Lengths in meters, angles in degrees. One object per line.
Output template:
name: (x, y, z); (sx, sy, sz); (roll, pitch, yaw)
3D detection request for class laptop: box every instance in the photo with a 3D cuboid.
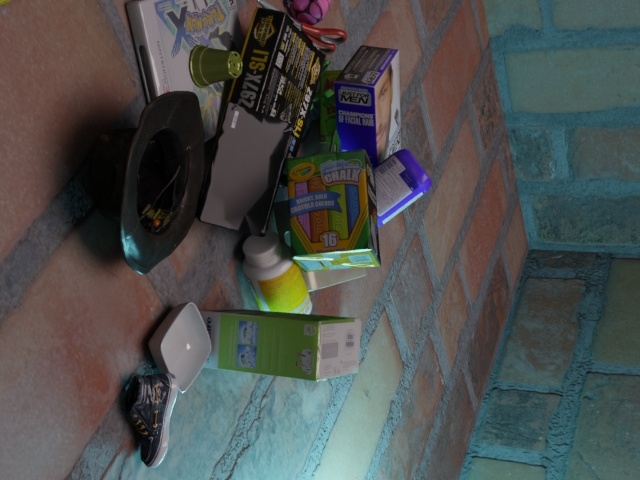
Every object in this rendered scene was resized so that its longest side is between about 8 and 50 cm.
laptop: (-0.145, -0.135, 1.871); (0.264, 0.137, 0.234); (-146, -108, -86)

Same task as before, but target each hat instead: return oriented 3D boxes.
hat: (-0.313, -0.115, 1.609); (0.331, 0.134, 0.331); (17, 90, -75)

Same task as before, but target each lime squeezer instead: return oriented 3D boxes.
lime squeezer: (-0.023, -0.363, 2.222); (0.110, 0.059, 0.310); (-53, -167, 19)

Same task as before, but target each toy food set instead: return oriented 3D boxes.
toy food set: (0.000, 0.000, 2.293); (0.306, 0.092, 0.219); (-13, 93, -56)

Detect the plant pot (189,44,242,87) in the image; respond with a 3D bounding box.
plant pot: (-0.196, -0.337, 1.804); (0.083, 0.079, 0.083); (-6, 97, -63)

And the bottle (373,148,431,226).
bottle: (0.118, -0.090, 2.175); (0.118, 0.283, 0.092); (53, 2, 16)

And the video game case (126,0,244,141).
video game case: (-0.242, -0.348, 1.839); (0.329, 0.036, 0.299); (-44, 130, -55)

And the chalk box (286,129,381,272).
chalk box: (0.027, -0.092, 2.051); (0.180, 0.179, 0.288); (53, 32, -73)

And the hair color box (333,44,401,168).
hair color box: (0.119, -0.272, 2.251); (0.185, 0.110, 0.338); (-59, 151, -45)

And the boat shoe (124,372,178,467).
boat shoe: (-0.323, 0.329, 1.716); (0.083, 0.065, 0.183); (7, 99, -37)

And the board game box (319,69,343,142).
board game box: (0.048, -0.336, 2.362); (0.043, 0.092, 0.181); (-7, 98, -63)

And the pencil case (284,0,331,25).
pencil case: (-0.008, -0.606, 2.235); (0.095, 0.098, 0.209); (31, 54, -10)

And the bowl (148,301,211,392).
bowl: (-0.275, 0.203, 1.800); (0.142, 0.053, 0.142); (-58, 141, -44)

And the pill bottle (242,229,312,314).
pill bottle: (-0.100, 0.084, 2.069); (0.117, 0.117, 0.215); (-62, 144, -41)

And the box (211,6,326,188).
box: (-0.103, -0.294, 1.990); (0.257, 0.079, 0.322); (26, 80, -70)

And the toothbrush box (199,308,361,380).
toothbrush box: (-0.085, 0.209, 1.924); (0.206, 0.283, 0.122); (6, 86, -63)

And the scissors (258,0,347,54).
scissors: (-0.063, -0.495, 2.184); (0.297, 0.109, 0.021); (11, 69, -40)

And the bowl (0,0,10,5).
bowl: (-0.453, -0.455, 1.272); (0.289, 0.156, 0.289); (-12, 103, -63)
